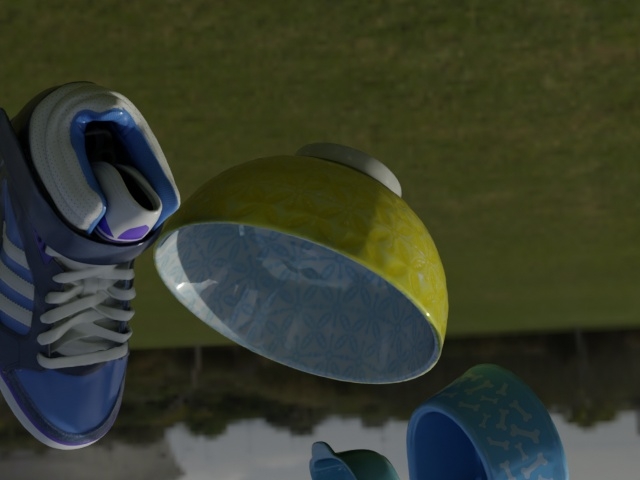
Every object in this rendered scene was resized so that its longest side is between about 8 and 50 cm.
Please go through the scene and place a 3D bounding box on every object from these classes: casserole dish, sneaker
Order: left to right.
[{"bbox_3d":[-0.202,0.025,1.326,0.130,0.323,0.236,-5,179,-29],"label":"sneaker"},{"bbox_3d":[0.049,0.225,1.111,0.037,0.188,0.114,-24,178,-20],"label":"casserole dish"}]

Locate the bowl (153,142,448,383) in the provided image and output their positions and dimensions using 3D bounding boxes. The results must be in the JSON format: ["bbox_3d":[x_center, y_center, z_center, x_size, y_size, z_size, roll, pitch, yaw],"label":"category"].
[{"bbox_3d":[0.000,0.000,1.484,0.289,0.156,0.289,17,153,9],"label":"bowl"}]

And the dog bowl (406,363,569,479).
[{"bbox_3d":[0.151,0.263,1.415,0.074,0.297,0.166,-16,-160,-28],"label":"dog bowl"}]
